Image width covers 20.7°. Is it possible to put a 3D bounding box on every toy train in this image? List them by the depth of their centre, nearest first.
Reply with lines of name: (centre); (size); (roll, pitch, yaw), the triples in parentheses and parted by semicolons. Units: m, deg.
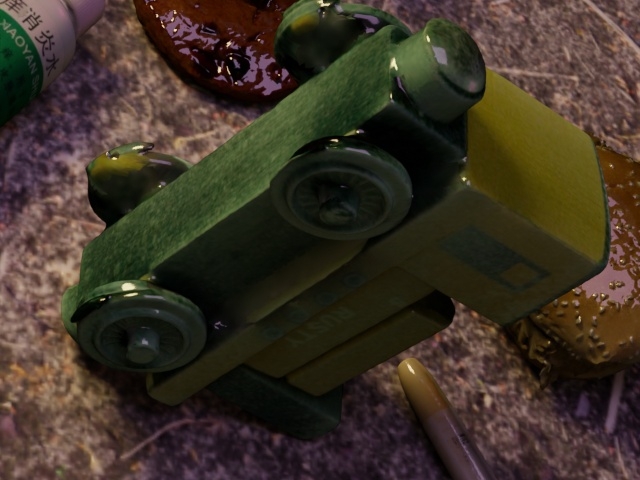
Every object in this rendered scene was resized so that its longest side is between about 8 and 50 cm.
toy train: (0.000, 0.000, 1.220); (0.253, 0.397, 0.160); (30, 43, -32)

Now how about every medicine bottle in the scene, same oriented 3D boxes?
medicine bottle: (-0.266, -0.132, 1.347); (0.095, 0.095, 0.260); (37, 48, 2)

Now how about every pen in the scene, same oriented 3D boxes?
pen: (0.125, 0.189, 1.356); (0.040, 0.032, 0.233); (3, 52, -54)

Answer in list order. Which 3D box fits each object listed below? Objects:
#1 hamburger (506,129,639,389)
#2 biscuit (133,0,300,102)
hamburger: (0.227, 0.008, 1.464); (0.189, 0.122, 0.215); (-9, 71, -26)
biscuit: (-0.072, -0.202, 1.526); (0.192, 0.049, 0.192); (10, 55, -15)
